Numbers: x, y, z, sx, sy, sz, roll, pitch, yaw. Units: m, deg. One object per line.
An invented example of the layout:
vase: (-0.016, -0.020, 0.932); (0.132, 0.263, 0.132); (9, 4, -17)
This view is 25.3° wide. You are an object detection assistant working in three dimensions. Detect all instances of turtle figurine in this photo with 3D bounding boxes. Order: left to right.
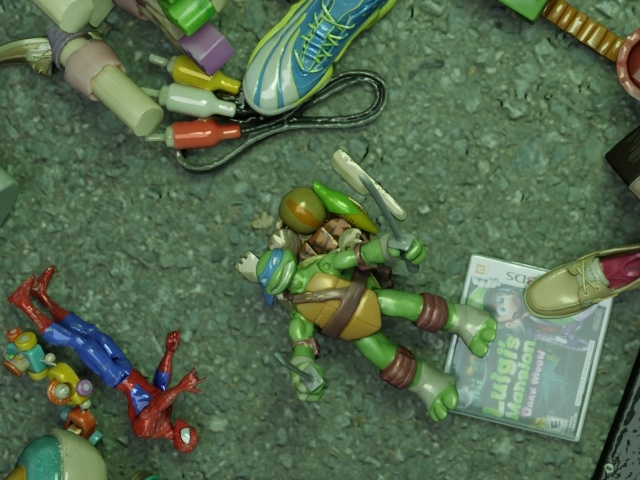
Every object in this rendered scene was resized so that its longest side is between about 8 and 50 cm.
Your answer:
turtle figurine: (0.061, 0.096, 1.560); (0.266, 0.275, 0.198); (26, 67, -18)

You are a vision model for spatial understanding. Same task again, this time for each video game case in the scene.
video game case: (0.239, 0.125, 1.669); (0.173, 0.022, 0.190); (13, 97, 6)

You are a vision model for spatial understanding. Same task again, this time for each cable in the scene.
cable: (-0.066, -0.142, 1.654); (0.287, 0.072, 0.139); (3, 92, 7)

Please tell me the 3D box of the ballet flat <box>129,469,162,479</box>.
ballet flat: (-0.222, 0.449, 1.732); (0.124, 0.116, 0.342); (-9, 99, 28)

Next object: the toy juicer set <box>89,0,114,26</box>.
toy juicer set: (-0.264, -0.441, 1.649); (0.209, 0.089, 0.329); (-30, 117, 0)

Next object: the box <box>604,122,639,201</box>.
box: (0.409, -0.049, 1.447); (0.143, 0.381, 0.191); (-43, 89, 10)

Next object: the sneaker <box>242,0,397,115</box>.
sneaker: (0.001, -0.245, 1.584); (0.091, 0.126, 0.240); (40, 82, 5)

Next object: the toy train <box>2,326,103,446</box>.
toy train: (-0.329, 0.182, 1.706); (0.166, 0.046, 0.125); (41, 144, 7)

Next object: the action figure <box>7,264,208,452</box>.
action figure: (-0.224, 0.126, 1.692); (0.139, 0.091, 0.280); (-42, 89, 18)

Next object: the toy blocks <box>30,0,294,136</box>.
toy blocks: (-0.209, -0.333, 1.553); (0.309, 0.288, 0.260); (-43, 63, -8)

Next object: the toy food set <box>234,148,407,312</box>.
toy food set: (0.000, 0.000, 1.678); (0.132, 0.038, 0.192); (41, 99, 2)

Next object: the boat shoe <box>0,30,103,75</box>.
boat shoe: (-0.323, -0.218, 1.692); (0.135, 0.050, 0.045); (-8, 89, 8)

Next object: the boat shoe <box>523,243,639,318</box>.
boat shoe: (0.311, 0.039, 1.614); (0.170, 0.059, 0.063); (-20, 71, -6)

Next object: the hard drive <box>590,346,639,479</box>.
hard drive: (0.452, 0.223, 1.615); (0.237, 0.064, 0.339); (19, 91, 5)

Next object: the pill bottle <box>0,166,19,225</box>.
pill bottle: (-0.541, -0.115, 1.654); (0.361, 0.204, 0.204); (39, 99, 2)

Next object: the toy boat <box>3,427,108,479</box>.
toy boat: (-0.318, 0.366, 1.609); (0.148, 0.318, 0.267); (6, 120, -21)

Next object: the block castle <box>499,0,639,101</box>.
block castle: (0.258, -0.377, 1.519); (0.453, 0.213, 0.303); (33, 99, 3)
